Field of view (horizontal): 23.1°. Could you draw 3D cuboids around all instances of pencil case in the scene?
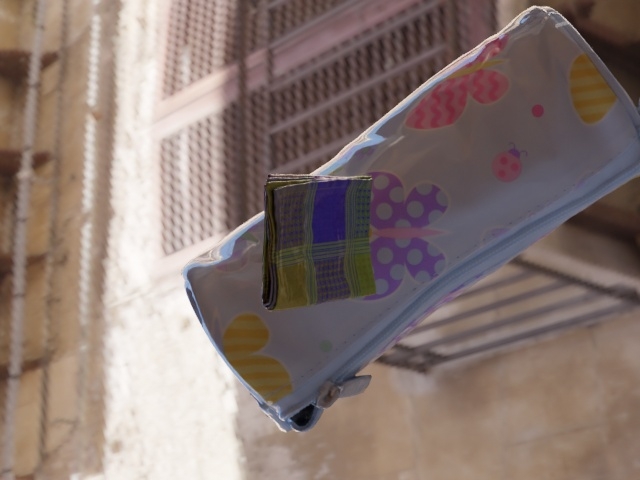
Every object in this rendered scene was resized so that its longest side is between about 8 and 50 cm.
[{"bbox_3d":[0.054,-0.012,0.873,0.113,0.273,0.124,51,-178,-35],"label":"pencil case"}]

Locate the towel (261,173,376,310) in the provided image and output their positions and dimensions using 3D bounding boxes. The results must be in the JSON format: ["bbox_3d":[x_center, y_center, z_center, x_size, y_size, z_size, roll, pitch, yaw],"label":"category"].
[{"bbox_3d":[0.000,0.000,0.708,0.083,0.009,0.060,-3,-86,-54],"label":"towel"}]
